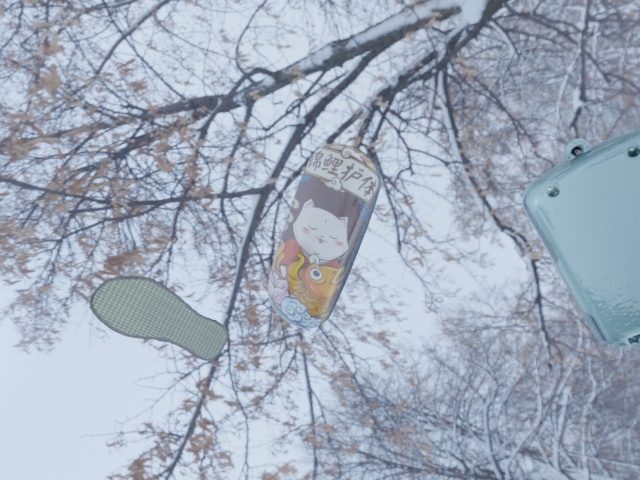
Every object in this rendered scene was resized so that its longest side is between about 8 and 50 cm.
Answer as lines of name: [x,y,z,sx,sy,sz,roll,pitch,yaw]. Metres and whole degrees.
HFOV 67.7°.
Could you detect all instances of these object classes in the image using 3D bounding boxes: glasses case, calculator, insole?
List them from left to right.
insole: [-0.222,0.118,0.702,0.253,0.005,0.086,42,-107,-48]
glasses case: [0.000,0.000,0.782,0.082,0.122,0.321,-18,-47,-56]
calculator: [0.310,0.004,0.483,0.246,0.141,0.045,55,-159,-11]
